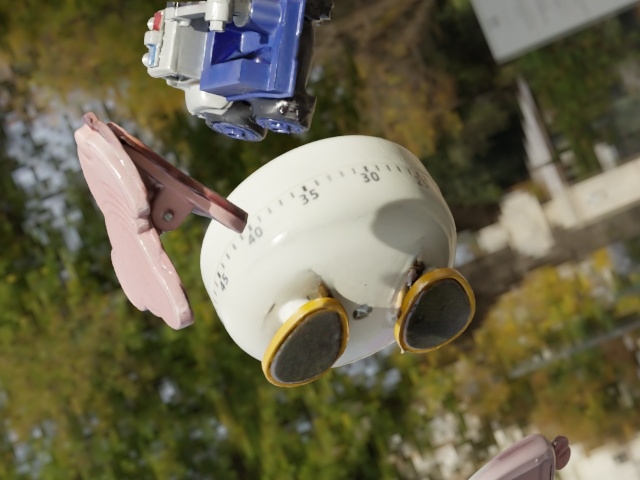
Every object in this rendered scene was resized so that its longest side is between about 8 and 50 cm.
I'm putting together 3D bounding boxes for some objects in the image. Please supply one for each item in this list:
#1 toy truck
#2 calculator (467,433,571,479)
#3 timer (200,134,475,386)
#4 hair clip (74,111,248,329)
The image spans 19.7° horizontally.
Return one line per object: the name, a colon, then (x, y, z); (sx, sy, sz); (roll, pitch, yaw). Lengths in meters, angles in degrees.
toy truck: (-0.097, -0.204, 1.995); (0.177, 0.213, 0.161); (12, -98, -32)
calculator: (0.174, 0.233, 1.708); (0.024, 0.166, 0.103); (39, 146, 37)
timer: (0.000, 0.000, 1.666); (0.240, 0.233, 0.233); (61, -178, 37)
hair clip: (-0.130, -0.013, 1.290); (0.138, 0.102, 0.123); (35, 176, -34)
